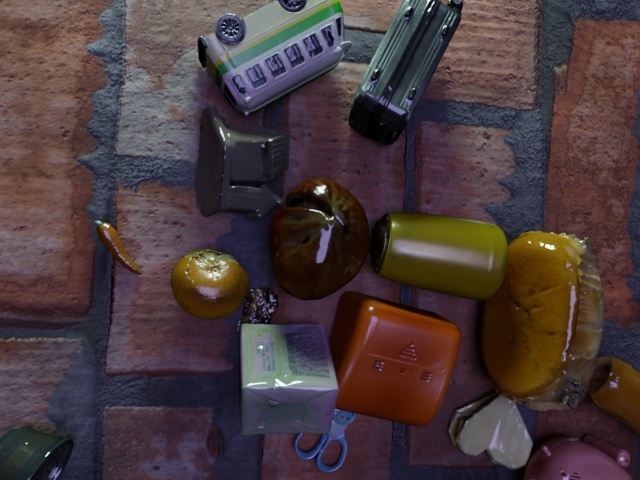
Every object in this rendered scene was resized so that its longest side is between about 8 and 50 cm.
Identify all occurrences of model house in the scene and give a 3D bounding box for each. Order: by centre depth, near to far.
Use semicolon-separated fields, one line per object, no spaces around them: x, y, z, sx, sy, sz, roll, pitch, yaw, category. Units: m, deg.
-0.154;-0.154;1.040;0.188;0.122;0.229;0;104;-24;model house

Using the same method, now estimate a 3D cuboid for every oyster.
-0.135;0.167;1.081;0.086;0.029;0.132;6;87;-11;oyster

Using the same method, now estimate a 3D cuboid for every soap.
-0.070;0.271;0.994;0.182;0.199;0.138;1;118;-10;soap

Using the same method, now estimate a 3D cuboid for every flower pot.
-0.564;0.427;0.942;0.106;0.157;0.157;26;85;4;flower pot

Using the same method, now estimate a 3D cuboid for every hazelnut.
0.000;0.000;1.015;0.217;0.217;0.252;25;72;-10;hazelnut

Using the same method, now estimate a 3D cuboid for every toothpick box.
0.247;0.027;1.087;0.271;0.175;0.175;10;88;-7;toothpick box

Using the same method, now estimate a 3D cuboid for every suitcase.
0.175;-0.368;1.063;0.128;0.202;0.312;27;85;1;suitcase

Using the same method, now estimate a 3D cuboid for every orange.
-0.228;0.090;1.020;0.156;0.134;0.157;19;45;-20;orange

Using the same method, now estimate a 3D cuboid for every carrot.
-0.418;0.017;1.027;0.035;0.035;0.142;-34;103;-9;carrot

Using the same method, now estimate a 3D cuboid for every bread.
0.484;0.176;1.114;0.183;0.236;0.389;15;78;-27;bread

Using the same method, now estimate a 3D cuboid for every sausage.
0.798;0.408;1.220;0.354;0.116;0.134;33;69;-12;sausage

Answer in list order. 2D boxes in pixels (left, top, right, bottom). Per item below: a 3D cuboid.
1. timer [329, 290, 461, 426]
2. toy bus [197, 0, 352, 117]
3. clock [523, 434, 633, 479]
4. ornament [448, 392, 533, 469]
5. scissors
0.151;0.265;1.077;0.257;0.161;0.250;16;91;-11;timer
-0.084;-0.402;1.040;0.305;0.143;0.179;-32;98;-10;toy bus
0.585;0.576;1.149;0.241;0.142;0.227;8;88;-18;clock
0.415;0.432;1.175;0.201;0.059;0.180;23;86;-13;ornament
0.049;0.387;1.115;0.125;0.030;0.256;35;83;-12;scissors
